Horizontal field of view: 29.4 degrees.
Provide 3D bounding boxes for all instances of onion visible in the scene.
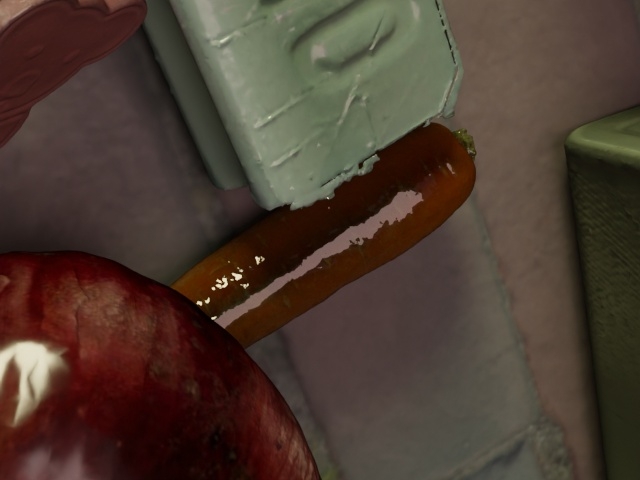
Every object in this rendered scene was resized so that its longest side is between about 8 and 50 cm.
[{"bbox_3d":[-0.147,0.184,0.574,0.347,0.285,0.348,-6,118,-10],"label":"onion"}]

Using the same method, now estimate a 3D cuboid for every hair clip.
[{"bbox_3d":[-0.161,-0.077,0.598,0.102,0.123,0.138,18,97,14],"label":"hair clip"}]

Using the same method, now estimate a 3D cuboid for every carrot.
[{"bbox_3d":[0.000,0.000,0.724,0.225,0.067,0.067,-33,116,-13],"label":"carrot"}]

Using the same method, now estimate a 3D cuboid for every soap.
[{"bbox_3d":[-0.030,-0.158,0.648,0.150,0.094,0.261,-30,115,-16],"label":"soap"}]

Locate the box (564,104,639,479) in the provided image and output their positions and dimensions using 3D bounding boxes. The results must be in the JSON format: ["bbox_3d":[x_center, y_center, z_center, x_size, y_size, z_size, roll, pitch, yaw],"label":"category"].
[{"bbox_3d":[0.362,0.051,0.857,0.351,0.177,0.344,-20,111,-20],"label":"box"}]
